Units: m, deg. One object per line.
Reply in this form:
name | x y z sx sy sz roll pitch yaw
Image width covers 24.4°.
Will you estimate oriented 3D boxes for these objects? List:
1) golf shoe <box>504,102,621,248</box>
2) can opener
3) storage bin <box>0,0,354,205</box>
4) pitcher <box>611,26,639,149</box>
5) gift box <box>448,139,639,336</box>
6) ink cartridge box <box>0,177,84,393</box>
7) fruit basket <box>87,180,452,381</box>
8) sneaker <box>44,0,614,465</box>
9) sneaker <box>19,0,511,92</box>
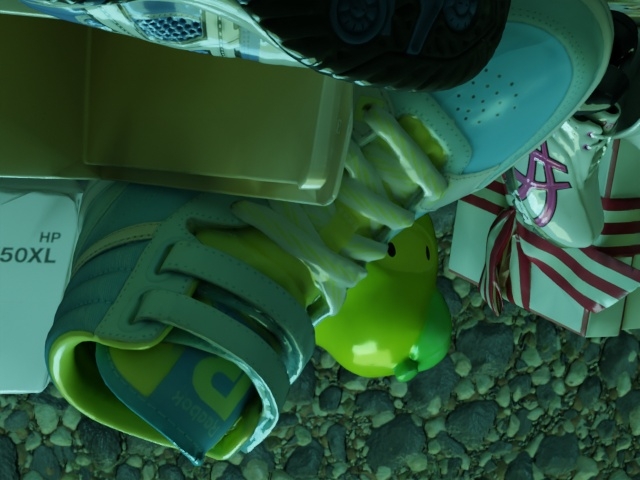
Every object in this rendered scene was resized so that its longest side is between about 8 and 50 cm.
golf shoe | 0.167 -0.069 1.018 0.086 0.186 0.067 5 -139 41
can opener | 0.104 -0.125 0.904 0.186 0.059 0.073 15 -144 28
storage bin | -0.157 -0.082 0.593 0.262 0.123 0.260 1 -176 -31
pitcher | 0.299 -0.095 1.069 0.207 0.126 0.177 14 172 -29
gift box | 0.288 -0.052 1.446 0.258 0.255 0.276 -1 -169 -30
ink cartridge box | -0.381 -0.044 1.107 0.285 0.166 0.395 1 -157 -30
fruit basket | -0.001 -0.043 1.453 0.392 0.283 0.392 13 -167 -3
sneaker | 0.000 0.000 0.706 0.319 0.127 0.208 -29 -150 28
sneaker | -0.032 -0.096 0.449 0.211 0.080 0.081 12 -176 -32
